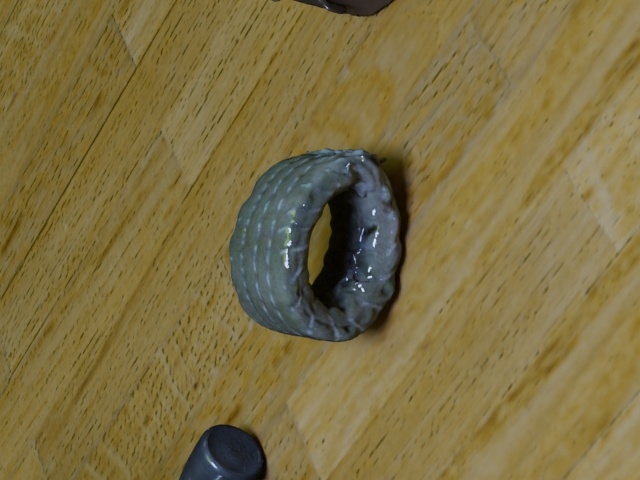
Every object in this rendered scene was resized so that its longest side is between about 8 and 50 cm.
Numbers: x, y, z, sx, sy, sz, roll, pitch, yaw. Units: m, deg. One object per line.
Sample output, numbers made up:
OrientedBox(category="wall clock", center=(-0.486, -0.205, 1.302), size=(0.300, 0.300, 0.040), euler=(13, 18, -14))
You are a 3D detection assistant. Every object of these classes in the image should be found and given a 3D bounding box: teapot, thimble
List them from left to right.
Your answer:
OrientedBox(category="teapot", center=(-0.077, 0.161, 1.174), size=(0.110, 0.043, 0.043), euler=(-55, 43, 35))
OrientedBox(category="thimble", center=(0.000, 0.000, 1.068), size=(0.062, 0.084, 0.110), euler=(10, 77, 53))

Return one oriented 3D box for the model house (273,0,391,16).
OrientedBox(category="model house", center=(-0.029, -0.251, 1.025), size=(0.181, 0.248, 0.176), euler=(-33, 57, 45))
